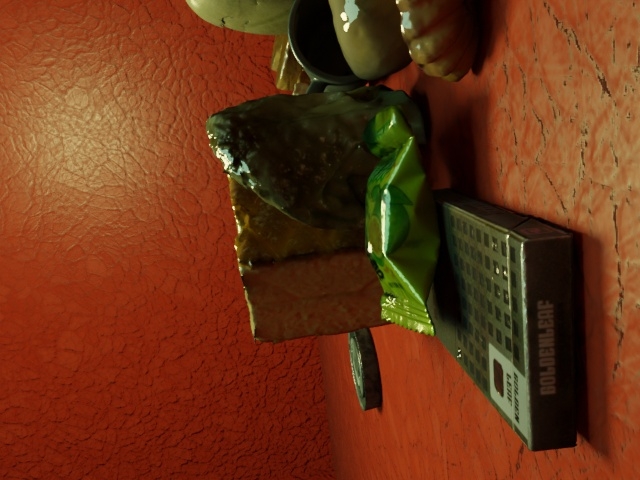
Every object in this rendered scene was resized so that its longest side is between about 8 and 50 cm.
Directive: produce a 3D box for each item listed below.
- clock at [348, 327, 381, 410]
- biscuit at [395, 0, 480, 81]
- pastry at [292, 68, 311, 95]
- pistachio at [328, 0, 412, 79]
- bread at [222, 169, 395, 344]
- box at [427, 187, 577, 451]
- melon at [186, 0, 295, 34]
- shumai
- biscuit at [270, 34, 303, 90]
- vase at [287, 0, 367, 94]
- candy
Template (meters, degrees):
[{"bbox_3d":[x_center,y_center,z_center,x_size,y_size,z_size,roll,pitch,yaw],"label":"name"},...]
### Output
[{"bbox_3d":[0.108,0.310,1.650,0.215,0.042,0.214,172,90,-85],"label":"clock"},{"bbox_3d":[0.118,-0.240,0.633,0.118,0.061,0.183,-30,-60,-51],"label":"biscuit"},{"bbox_3d":[0.005,-0.214,1.389,0.256,0.170,0.236,69,-148,-72],"label":"pastry"},{"bbox_3d":[0.069,-0.265,0.811,0.185,0.125,0.124,98,163,-74],"label":"pistachio"},{"bbox_3d":[0.000,0.000,1.104,0.279,0.279,0.207,-109,11,-48],"label":"bread"},{"bbox_3d":[0.164,0.053,0.678,0.325,0.047,0.180,-122,26,-77],"label":"box"},{"bbox_3d":[-0.094,-0.477,1.092,0.268,0.330,0.268,176,90,-80],"label":"melon"},{"bbox_3d":[-0.005,-0.151,0.904,0.203,0.272,0.222,-59,31,22],"label":"shumai"},{"bbox_3d":[-0.040,-0.521,1.505,0.394,0.076,0.368,-124,45,-74],"label":"biscuit"},{"bbox_3d":[0.027,-0.292,1.073,0.251,0.156,0.301,-63,0,1],"label":"vase"},{"bbox_3d":[0.092,-0.021,0.759,0.149,0.069,0.246,169,101,-80],"label":"candy"}]
